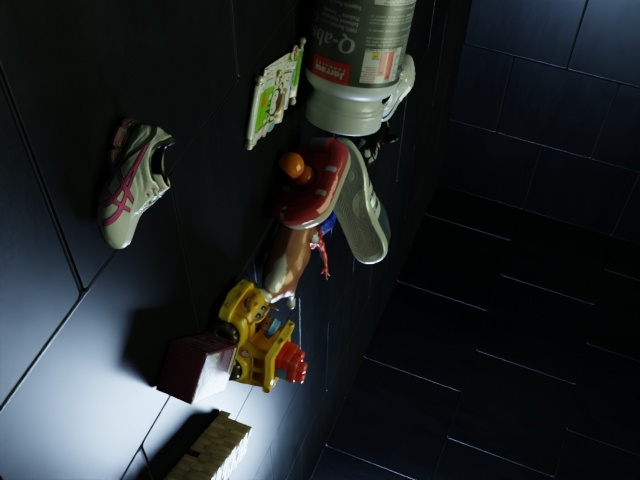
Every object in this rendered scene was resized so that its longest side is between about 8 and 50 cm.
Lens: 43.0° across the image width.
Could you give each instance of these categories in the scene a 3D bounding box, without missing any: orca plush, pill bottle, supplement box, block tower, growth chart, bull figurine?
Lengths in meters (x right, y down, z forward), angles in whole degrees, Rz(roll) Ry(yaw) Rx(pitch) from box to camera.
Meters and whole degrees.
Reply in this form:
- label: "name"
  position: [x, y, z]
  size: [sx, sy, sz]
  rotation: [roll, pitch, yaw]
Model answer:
- label: "orca plush"
  position: [0.198, -0.325, 2.552]
  size: [0.151, 0.102, 0.287]
  rotation: [95, 19, -44]
- label: "pill bottle"
  position: [0.078, -0.421, 1.718]
  size: [0.210, 0.210, 0.363]
  rotation: [-51, 155, -56]
- label: "supplement box"
  position: [-0.238, 0.247, 1.597]
  size: [0.188, 0.080, 0.104]
  rotation: [10, 99, -77]
- label: "block tower"
  position: [-0.262, 0.518, 1.830]
  size: [0.335, 0.097, 0.091]
  rotation: [-49, 154, -62]
- label: "growth chart"
  position: [-0.091, -0.291, 1.623]
  size: [0.237, 0.021, 0.172]
  rotation: [-54, 159, -51]
- label: "bull figurine"
  position: [-0.085, 0.059, 1.934]
  size: [0.188, 0.101, 0.310]
  rotation: [80, 32, -70]

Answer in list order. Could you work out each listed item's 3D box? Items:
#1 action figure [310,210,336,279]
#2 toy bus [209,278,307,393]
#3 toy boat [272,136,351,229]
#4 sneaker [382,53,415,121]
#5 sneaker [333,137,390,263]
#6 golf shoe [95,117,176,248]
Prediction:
- label: "action figure"
  position: [0.000, 0.000, 2.184]
  size: [0.280, 0.091, 0.139]
  rotation: [-51, 140, -56]
- label: "toy bus"
  position: [-0.122, 0.221, 1.758]
  size: [0.149, 0.211, 0.220]
  rotation: [-54, 156, -49]
- label: "toy boat"
  position: [-0.041, -0.144, 1.828]
  size: [0.151, 0.151, 0.231]
  rotation: [36, 68, -44]
- label: "sneaker"
  position: [0.221, -0.478, 2.473]
  size: [0.235, 0.090, 0.095]
  rotation: [-65, 158, -15]
- label: "sneaker"
  position: [0.099, -0.117, 2.193]
  size: [0.148, 0.131, 0.350]
  rotation: [-52, 129, -64]
- label: "golf shoe"
  position: [-0.254, -0.070, 1.117]
  size: [0.067, 0.086, 0.186]
  rotation: [-38, 145, -69]
